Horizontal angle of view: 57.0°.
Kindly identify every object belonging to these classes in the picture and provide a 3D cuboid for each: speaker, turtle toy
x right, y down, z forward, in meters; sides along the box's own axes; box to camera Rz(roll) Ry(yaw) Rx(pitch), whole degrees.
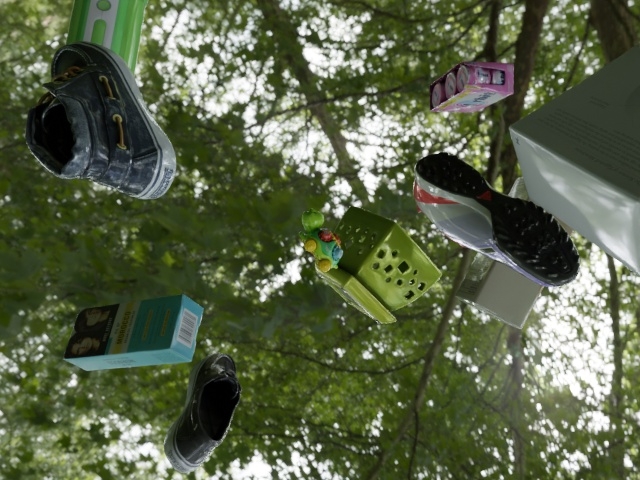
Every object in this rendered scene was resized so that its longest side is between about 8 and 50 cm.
[{"bbox_3d":[-0.379,-0.341,1.029,0.131,0.131,0.297,-7,-109,30],"label":"speaker"},{"bbox_3d":[0.000,0.000,1.164,0.066,0.130,0.095,-34,-170,1],"label":"turtle toy"}]

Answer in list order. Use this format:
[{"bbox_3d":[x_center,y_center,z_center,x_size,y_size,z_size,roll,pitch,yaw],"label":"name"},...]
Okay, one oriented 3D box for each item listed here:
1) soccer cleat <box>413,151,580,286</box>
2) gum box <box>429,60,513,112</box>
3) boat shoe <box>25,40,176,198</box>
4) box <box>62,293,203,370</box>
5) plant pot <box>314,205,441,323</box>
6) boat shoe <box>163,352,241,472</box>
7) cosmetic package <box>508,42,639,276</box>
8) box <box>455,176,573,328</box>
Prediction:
[{"bbox_3d":[0.271,-0.020,0.947,0.108,0.117,0.318,-30,-128,-23],"label":"soccer cleat"},{"bbox_3d":[0.313,-0.319,1.232,0.107,0.062,0.188,-1,179,-11],"label":"gum box"},{"bbox_3d":[-0.182,-0.105,0.442,0.065,0.083,0.183,-52,-122,18],"label":"boat shoe"},{"bbox_3d":[-0.324,0.161,1.018,0.244,0.060,0.101,-10,-125,25],"label":"box"},{"bbox_3d":[0.134,0.071,1.528,0.207,0.227,0.228,-50,-151,-8],"label":"plant pot"},{"bbox_3d":[-0.145,0.216,0.811,0.076,0.080,0.228,-38,-171,17],"label":"boat shoe"},{"bbox_3d":[0.397,-0.106,0.712,0.224,0.138,0.224,-31,-143,-2],"label":"cosmetic package"},{"bbox_3d":[0.429,0.020,1.274,0.311,0.121,0.148,-62,-177,0],"label":"box"}]
